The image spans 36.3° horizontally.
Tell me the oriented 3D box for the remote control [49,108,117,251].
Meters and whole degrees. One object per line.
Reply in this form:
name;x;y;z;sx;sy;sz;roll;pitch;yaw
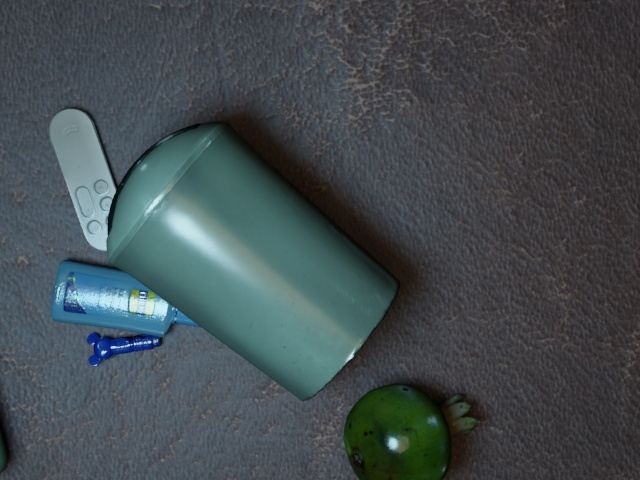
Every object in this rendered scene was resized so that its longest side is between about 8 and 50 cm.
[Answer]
remote control;-0.383;-0.100;1.617;0.077;0.022;0.245;-19;93;-2

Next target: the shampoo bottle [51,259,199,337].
shampoo bottle;-0.305;0.100;1.605;0.258;0.061;0.103;9;89;-1

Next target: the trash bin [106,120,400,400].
trash bin;-0.118;0.020;1.504;0.432;0.280;0.280;39;91;-5

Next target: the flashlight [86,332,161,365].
flashlight;-0.326;0.175;1.623;0.121;0.035;0.057;-8;67;-5

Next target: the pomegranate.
pomegranate;0.151;0.314;1.575;0.225;0.187;0.187;-16;92;-24

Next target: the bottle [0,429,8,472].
bottle;-0.619;0.227;1.559;0.168;0.168;0.347;-14;87;0
